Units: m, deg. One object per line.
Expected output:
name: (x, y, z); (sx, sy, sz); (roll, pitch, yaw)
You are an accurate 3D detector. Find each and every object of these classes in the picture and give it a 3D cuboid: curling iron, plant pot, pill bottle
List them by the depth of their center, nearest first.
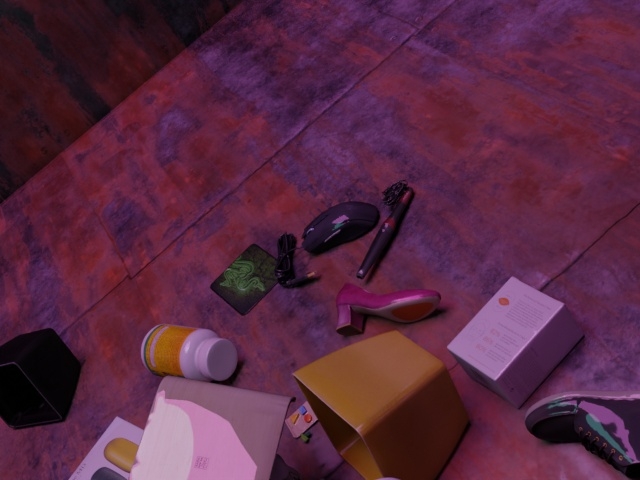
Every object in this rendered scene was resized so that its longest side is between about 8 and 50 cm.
plant pot: (0.114, 0.275, 1.503); (0.187, 0.212, 0.212); (-37, 34, -16)
curling iron: (0.133, -0.023, 1.948); (0.068, 0.035, 0.274); (-11, 43, 40)
pill bottle: (-0.276, 0.242, 1.949); (0.208, 0.117, 0.117); (2, 51, 43)
plant pot: (-0.693, 0.316, 2.200); (0.188, 0.188, 0.167); (-15, 30, 31)

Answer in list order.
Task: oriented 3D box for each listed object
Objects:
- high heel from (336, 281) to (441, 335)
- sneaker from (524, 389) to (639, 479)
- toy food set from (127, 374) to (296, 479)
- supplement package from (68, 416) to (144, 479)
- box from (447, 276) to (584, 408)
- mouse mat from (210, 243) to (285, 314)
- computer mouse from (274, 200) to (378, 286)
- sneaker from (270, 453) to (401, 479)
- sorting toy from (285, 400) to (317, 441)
high heel: (0.130, 0.104, 1.771); (0.244, 0.082, 0.117); (-25, 45, 40)
sneaker: (0.398, 0.285, 1.324); (0.222, 0.083, 0.118); (-13, 43, 30)
toy food set: (-0.179, 0.369, 1.464); (0.220, 0.092, 0.306); (8, 60, 10)
supplement package: (-0.296, 0.477, 1.633); (0.263, 0.198, 0.199); (11, 58, 47)
box: (0.322, 0.166, 1.517); (0.170, 0.091, 0.130); (-45, 35, -8)
mouse mat: (-0.167, 0.087, 2.121); (0.152, 0.007, 0.190); (-46, 35, -9)
computer mouse: (0.000, 0.000, 2.016); (0.262, 0.060, 0.184); (-20, 38, 23)
sneaker: (-0.008, 0.419, 1.450); (0.366, 0.137, 0.210); (-41, 31, 27)
sorting toy: (-0.030, 0.339, 1.710); (0.062, 0.012, 0.083); (-39, 35, -1)
